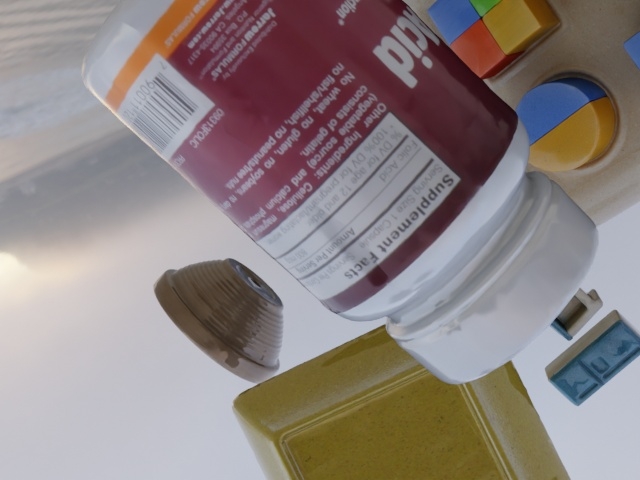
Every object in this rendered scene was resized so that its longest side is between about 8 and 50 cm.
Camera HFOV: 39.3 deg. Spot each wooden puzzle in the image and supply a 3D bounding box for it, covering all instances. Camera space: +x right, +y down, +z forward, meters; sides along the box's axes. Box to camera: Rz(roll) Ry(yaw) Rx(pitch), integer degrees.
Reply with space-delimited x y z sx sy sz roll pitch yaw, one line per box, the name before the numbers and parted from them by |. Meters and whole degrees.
wooden puzzle | 0.260 -0.209 0.866 0.322 0.348 0.080 -38 175 40

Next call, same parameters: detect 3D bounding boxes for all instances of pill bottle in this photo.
pill bottle | 0.024 -0.078 0.734 0.224 0.392 0.224 -46 -170 10

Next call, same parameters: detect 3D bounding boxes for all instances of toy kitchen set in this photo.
toy kitchen set | 0.284 0.116 1.064 0.122 0.207 0.166 -46 -172 17

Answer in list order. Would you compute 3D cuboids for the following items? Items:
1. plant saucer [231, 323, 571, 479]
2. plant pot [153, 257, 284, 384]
plant saucer | 0.100 0.272 1.034 0.333 0.333 0.081 -27 180 9
plant pot | -0.135 0.105 1.403 0.110 0.237 0.237 -48 -169 5
